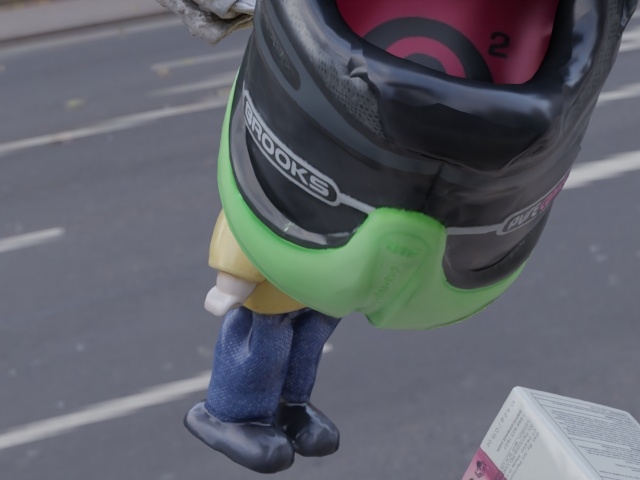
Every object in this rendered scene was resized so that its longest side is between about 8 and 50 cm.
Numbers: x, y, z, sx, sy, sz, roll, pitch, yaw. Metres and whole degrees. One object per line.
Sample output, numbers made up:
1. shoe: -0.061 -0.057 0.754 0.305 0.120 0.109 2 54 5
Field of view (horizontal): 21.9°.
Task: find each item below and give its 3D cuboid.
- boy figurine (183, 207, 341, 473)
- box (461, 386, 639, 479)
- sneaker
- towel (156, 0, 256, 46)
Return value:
1. boy figurine: 0.000 0.000 1.060 0.092 0.285 0.177 29 21 33
2. box: 0.249 0.252 1.452 0.148 0.127 0.232 16 22 -31
3. sneaker: 0.074 -0.207 0.655 0.185 0.483 0.202 8 -19 -10
4. towel: -0.114 -0.251 1.074 0.187 0.282 0.049 -44 -9 -49
